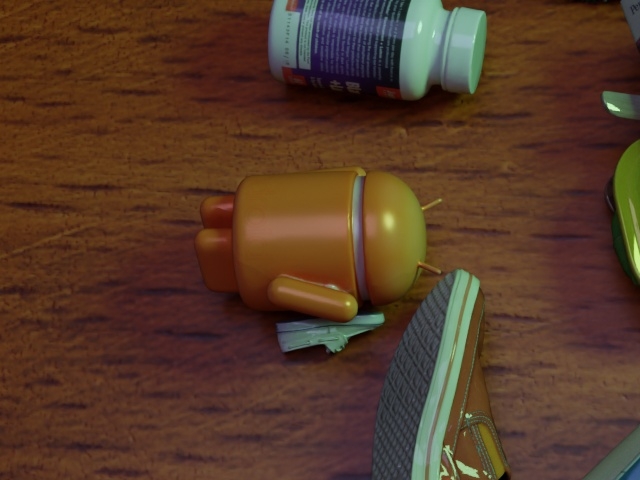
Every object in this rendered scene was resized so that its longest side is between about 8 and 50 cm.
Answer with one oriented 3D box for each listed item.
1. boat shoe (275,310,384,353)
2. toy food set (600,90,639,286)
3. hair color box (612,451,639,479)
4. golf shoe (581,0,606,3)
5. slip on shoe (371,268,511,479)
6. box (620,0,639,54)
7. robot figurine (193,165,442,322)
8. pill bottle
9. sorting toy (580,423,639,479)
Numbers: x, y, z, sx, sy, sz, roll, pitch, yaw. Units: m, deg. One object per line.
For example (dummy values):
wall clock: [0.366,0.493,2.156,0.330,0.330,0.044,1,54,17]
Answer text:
boat shoe: [0.010,0.085,1.552,0.100,0.035,0.035,-8,95,2]
toy food set: [0.312,-0.021,1.531,0.128,0.071,0.217,-1,68,-17]
hair color box: [0.307,0.190,1.344,0.347,0.174,0.105,-44,74,-8]
golf shoe: [0.303,-0.295,1.633,0.273,0.105,0.120,10,53,8]
slip on shoe: [0.111,0.183,1.464,0.101,0.123,0.331,15,63,-19]
box: [0.383,-0.148,1.477,0.127,0.148,0.232,1,61,-34]
robot figurine: [0.000,0.002,1.534,0.219,0.158,0.128,-3,96,8]
pill bottle: [0.055,-0.190,1.611,0.194,0.108,0.108,9,70,13]
sorting toy: [0.306,0.259,1.429,0.193,0.038,0.208,-42,68,-8]
